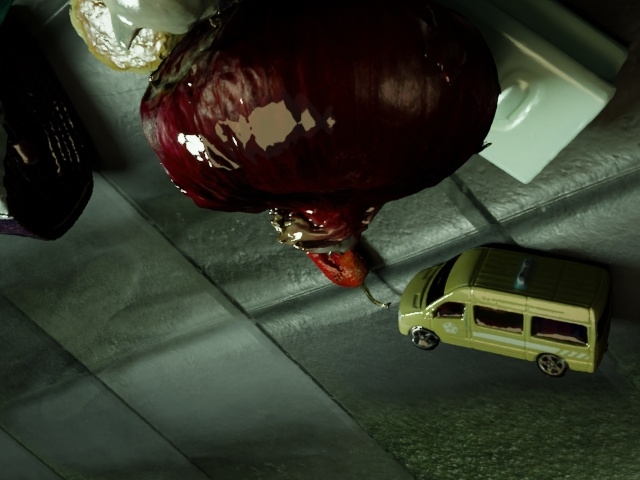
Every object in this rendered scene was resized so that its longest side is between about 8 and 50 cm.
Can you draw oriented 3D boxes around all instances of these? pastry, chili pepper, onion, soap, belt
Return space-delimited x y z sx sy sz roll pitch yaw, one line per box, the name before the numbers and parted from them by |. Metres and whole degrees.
pastry | -0.214 -0.258 1.184 0.153 0.081 0.153 21 141 18
chili pepper | 0.000 0.000 1.363 0.268 0.050 0.059 49 155 -21
onion | 0.003 -0.104 0.892 0.314 0.314 0.232 -11 85 41
soap | 0.140 -0.189 1.023 0.265 0.087 0.160 33 143 -4
belt | -0.434 -0.134 1.392 0.164 0.184 0.289 7 132 34

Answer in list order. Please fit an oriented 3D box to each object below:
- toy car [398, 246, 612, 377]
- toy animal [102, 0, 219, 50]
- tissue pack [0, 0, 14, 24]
toy car | 0.217 0.074 1.262 0.256 0.101 0.124 10 134 22
toy animal | -0.160 -0.344 0.981 0.266 0.188 0.308 41 146 1
tissue pack | -0.420 -0.262 1.273 0.085 0.138 0.028 8 152 26
